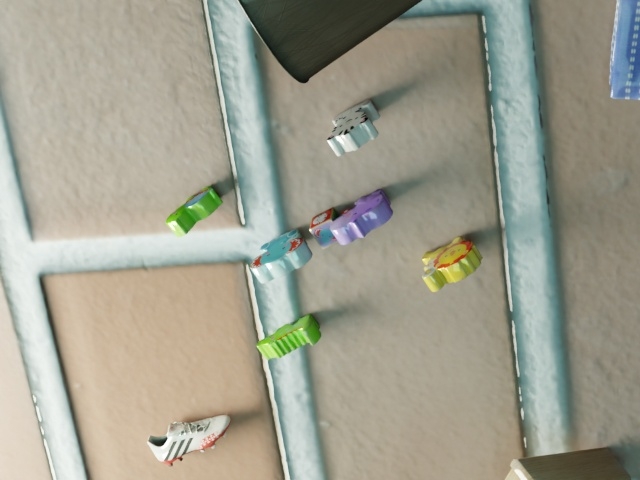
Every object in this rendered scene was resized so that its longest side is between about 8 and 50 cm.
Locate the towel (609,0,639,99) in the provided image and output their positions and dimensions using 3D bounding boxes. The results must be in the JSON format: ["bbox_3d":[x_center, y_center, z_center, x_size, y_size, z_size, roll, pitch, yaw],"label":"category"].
[{"bbox_3d":[0.400,-0.201,1.499,0.336,0.040,0.243,6,119,3],"label":"towel"}]

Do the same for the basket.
[{"bbox_3d":[0.043,-0.250,1.448,0.227,0.154,0.204,-23,116,14],"label":"basket"}]

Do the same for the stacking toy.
[{"bbox_3d":[0.000,0.000,1.646,0.221,0.052,0.167,-27,113,20],"label":"stacking toy"}]

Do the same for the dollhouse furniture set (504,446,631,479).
[{"bbox_3d":[0.252,0.360,1.644,0.303,0.355,0.174,-2,130,-39],"label":"dollhouse furniture set"}]

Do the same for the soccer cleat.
[{"bbox_3d":[-0.119,0.175,1.771,0.083,0.029,0.035,-28,117,25],"label":"soccer cleat"}]
